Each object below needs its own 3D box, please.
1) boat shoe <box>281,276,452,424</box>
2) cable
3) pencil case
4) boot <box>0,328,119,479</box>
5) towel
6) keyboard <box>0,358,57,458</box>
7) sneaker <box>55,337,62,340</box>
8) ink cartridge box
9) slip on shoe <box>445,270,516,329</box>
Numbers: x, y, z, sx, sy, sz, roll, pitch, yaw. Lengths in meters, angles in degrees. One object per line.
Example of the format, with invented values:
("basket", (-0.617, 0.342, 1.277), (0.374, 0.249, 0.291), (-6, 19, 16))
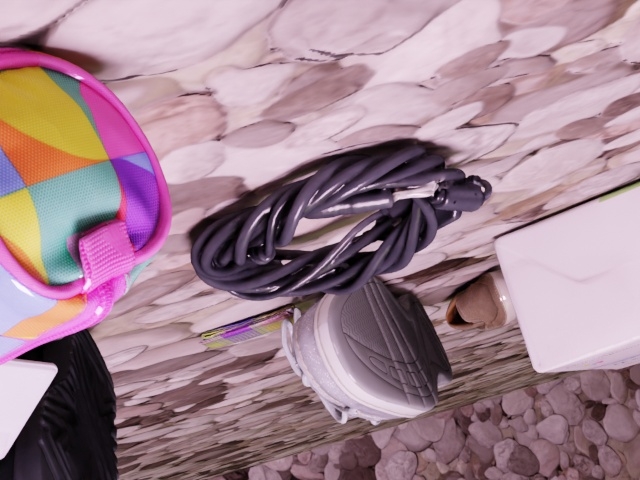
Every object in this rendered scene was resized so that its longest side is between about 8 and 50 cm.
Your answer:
("boat shoe", (0.033, 0.100, 1.094), (0.103, 0.118, 0.320), (-26, 173, 11))
("cable", (0.000, 0.000, 0.757), (0.184, 0.047, 0.150), (-26, 165, 36))
("pencil case", (-0.164, 0.019, 0.490), (0.236, 0.104, 0.104), (-28, 165, 35))
("boot", (-0.232, 0.152, 0.799), (0.207, 0.094, 0.246), (-24, -160, 1))
("towel", (-0.056, 0.072, 1.086), (0.083, 0.009, 0.060), (-18, 169, 6))
("keyboard", (-0.248, 0.070, 0.601), (0.256, 0.014, 0.072), (11, 120, -39))
("sneaker", (-0.207, 0.068, 0.695), (0.170, 0.075, 0.063), (-9, 165, -37))
("ink cartridge box", (0.310, 0.030, 1.158), (0.207, 0.119, 0.353), (-23, 167, 22))
("slip on shoe", (0.150, 0.061, 1.242), (0.041, 0.051, 0.135), (-18, 176, -9))
